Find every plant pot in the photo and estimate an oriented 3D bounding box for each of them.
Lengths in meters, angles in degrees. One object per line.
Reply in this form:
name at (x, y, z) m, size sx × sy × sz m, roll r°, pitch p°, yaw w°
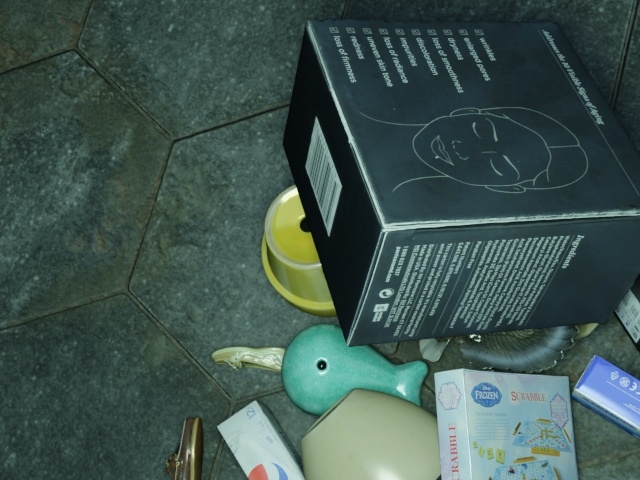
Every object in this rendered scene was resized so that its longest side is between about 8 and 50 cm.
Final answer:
plant pot at (0.000, 0.000, 1.932) m, size 0.254 × 0.239 × 0.254 m, roll -3°, pitch 74°, yaw 10°
plant pot at (0.077, 0.367, 1.778) m, size 0.284 × 0.284 × 0.191 m, roll -42°, pitch 86°, yaw -2°

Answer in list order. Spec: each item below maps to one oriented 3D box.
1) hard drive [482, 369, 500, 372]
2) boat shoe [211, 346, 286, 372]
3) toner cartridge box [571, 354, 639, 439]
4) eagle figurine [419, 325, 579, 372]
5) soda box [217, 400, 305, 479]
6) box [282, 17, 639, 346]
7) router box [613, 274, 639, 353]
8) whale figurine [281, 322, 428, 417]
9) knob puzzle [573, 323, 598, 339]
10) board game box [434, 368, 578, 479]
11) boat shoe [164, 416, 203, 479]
hard drive at (0.278, 0.287, 1.866) m, size 0.022 × 0.135 × 0.094 m, roll 11°, pitch 75°, yaw -24°
boat shoe at (-0.136, 0.234, 1.994) m, size 0.153 × 0.056 × 0.048 m, roll 0°, pitch 71°, yaw 3°
toner cartridge box at (0.604, 0.327, 1.770) m, size 0.348 × 0.165 × 0.075 m, roll 32°, pitch 83°, yaw 17°
eagle figurine at (0.303, 0.118, 1.858) m, size 0.298 × 0.225 × 0.226 m, roll 3°, pitch 91°, yaw 2°
soda box at (-0.073, 0.441, 1.905) m, size 0.091 × 0.098 × 0.286 m, roll -34°, pitch 73°, yaw 1°
box at (0.229, -0.112, 1.698) m, size 0.472 × 0.297 × 0.480 m, roll -4°, pitch 49°, yaw -16°
router box at (0.675, 0.179, 1.744) m, size 0.243 × 0.081 × 0.308 m, roll -10°, pitch 52°, yaw -19°
whale figurine at (0.059, 0.249, 1.907) m, size 0.272 × 0.141 × 0.216 m, roll 11°, pitch 78°, yaw 11°
knob puzzle at (0.488, 0.095, 1.858) m, size 0.030 × 0.213 × 0.213 m, roll 15°, pitch 78°, yaw -10°
board game box at (0.324, 0.383, 1.737) m, size 0.066 × 0.319 × 0.318 m, roll -15°, pitch 72°, yaw 43°
boat shoe at (-0.262, 0.439, 1.953) m, size 0.073 × 0.073 × 0.207 m, roll -1°, pitch 75°, yaw 9°
